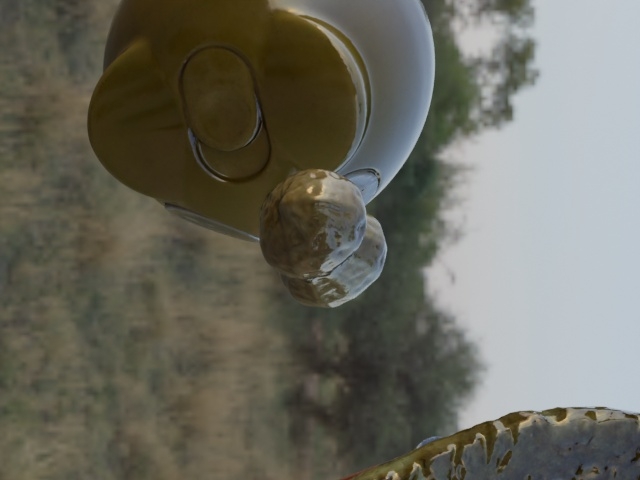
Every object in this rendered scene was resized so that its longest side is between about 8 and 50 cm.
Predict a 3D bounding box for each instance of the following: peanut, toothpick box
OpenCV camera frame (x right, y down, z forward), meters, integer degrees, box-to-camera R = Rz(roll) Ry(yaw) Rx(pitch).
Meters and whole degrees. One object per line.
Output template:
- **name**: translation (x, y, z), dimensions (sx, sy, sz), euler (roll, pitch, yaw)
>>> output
- **peanut**: translation (0.002, 0.000, 1.041), dimensions (0.193, 0.089, 0.089), euler (59, 30, -75)
- **toothpick box**: translation (-0.066, -0.197, 1.755), dimensions (0.425, 0.409, 0.409), euler (-57, 147, -68)

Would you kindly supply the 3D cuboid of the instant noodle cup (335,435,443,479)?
- **instant noodle cup**: translation (0.036, 0.209, 0.969), dimensions (0.127, 0.135, 0.127), euler (35, 45, -45)

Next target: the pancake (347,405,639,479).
- **pancake**: translation (0.054, 0.182, 0.638), dimensions (0.197, 0.376, 0.054), euler (68, -9, -17)
